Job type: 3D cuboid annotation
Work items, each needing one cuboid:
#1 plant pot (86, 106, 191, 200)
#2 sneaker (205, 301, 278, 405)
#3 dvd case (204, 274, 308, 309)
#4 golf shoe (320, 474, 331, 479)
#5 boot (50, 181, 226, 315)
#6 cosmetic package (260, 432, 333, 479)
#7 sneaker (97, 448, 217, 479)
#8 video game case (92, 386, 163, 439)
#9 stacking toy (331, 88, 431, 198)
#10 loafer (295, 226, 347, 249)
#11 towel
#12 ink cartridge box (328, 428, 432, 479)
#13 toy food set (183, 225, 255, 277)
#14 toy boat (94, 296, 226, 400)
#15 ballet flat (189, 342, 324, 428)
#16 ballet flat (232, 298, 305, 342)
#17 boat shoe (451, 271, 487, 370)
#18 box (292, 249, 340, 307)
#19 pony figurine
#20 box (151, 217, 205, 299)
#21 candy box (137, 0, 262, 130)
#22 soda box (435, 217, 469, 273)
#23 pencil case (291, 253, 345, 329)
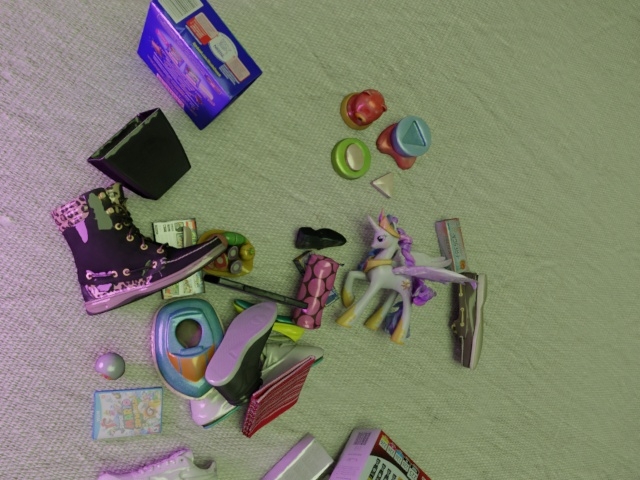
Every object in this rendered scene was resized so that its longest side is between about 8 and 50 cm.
[{"bbox_3d":[-0.443,-0.204,1.331,0.187,0.188,0.167,-49,120,-18],"label":"plant pot"},{"bbox_3d":[-0.185,0.296,1.371,0.295,0.105,0.146,-58,143,-45],"label":"sneaker"},{"bbox_3d":[-0.177,0.139,1.424,0.253,0.180,0.022,20,81,-22],"label":"dvd case"},{"bbox_3d":[-0.034,0.744,1.525,0.086,0.067,0.186,41,54,14],"label":"golf shoe"},{"bbox_3d":[-0.451,-0.007,1.291,0.378,0.138,0.284,-23,94,7],"label":"boot"},{"bbox_3d":[-0.085,0.676,1.509,0.239,0.060,0.098,-39,105,-21],"label":"cosmetic package"},{"bbox_3d":[-0.411,0.608,1.357,0.305,0.114,0.152,20,66,-26],"label":"sneaker"},{"bbox_3d":[-0.496,0.445,1.361,0.167,0.015,0.119,3,87,-24],"label":"video game case"},{"bbox_3d":[0.194,-0.302,1.636,0.309,0.130,0.279,25,78,-21],"label":"stacking toy"},{"bbox_3d":[0.000,0.000,1.585,0.170,0.062,0.061,8,124,-30],"label":"loafer"},{"bbox_3d":[-0.112,0.419,1.402,0.199,0.274,0.031,-29,64,-32],"label":"towel"},{"bbox_3d":[0.176,0.759,1.542,0.309,0.130,0.271,47,51,-16],"label":"ink cartridge box"},{"bbox_3d":[-0.261,0.032,1.426,0.218,0.071,0.128,9,80,-37],"label":"toy food set"},{"bbox_3d":[-0.390,0.286,1.324,0.319,0.148,0.267,-13,76,-18],"label":"toy boat"},{"bbox_3d":[-0.177,0.362,1.452,0.401,0.139,0.139,-26,99,-19],"label":"ballet flat"},{"bbox_3d":[-0.151,0.237,1.495,0.231,0.077,0.077,22,97,-24],"label":"ballet flat"},{"bbox_3d":[0.494,0.267,1.765,0.117,0.097,0.323,7,88,-64],"label":"boat shoe"},{"bbox_3d":[-0.011,0.114,1.569,0.059,0.054,0.168,-34,102,-21],"label":"box"},{"bbox_3d":[0.244,0.117,1.590,0.351,0.303,0.363,20,95,-13],"label":"pony figurine"},{"bbox_3d":[-0.381,0.048,1.416,0.114,0.036,0.206,-7,91,-24],"label":"box"},{"bbox_3d":[-0.312,-0.445,1.314,0.122,0.317,0.268,-45,106,-21],"label":"candy box"},{"bbox_3d":[0.440,0.019,1.768,0.058,0.063,0.183,-13,92,-24],"label":"soda box"},{"bbox_3d":[-0.009,0.147,1.497,0.098,0.095,0.209,18,92,-64],"label":"pencil case"}]
